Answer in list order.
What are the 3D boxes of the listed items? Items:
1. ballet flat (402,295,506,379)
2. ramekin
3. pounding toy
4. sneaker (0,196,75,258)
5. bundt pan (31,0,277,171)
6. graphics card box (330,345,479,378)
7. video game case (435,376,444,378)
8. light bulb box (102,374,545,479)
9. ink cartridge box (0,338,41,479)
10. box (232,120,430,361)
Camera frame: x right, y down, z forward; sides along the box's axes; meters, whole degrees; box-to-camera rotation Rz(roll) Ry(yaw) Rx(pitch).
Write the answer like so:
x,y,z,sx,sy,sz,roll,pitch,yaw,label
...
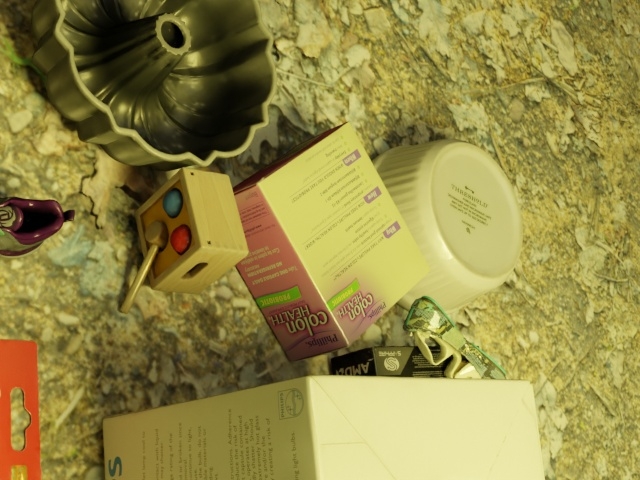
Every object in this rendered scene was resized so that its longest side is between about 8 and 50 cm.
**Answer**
x,y,z,sx,sy,sz,roll,pitch,yaw,label
0.180,0.155,1.630,0.188,0.070,0.070,43,50,-21,ballet flat
0.189,-0.027,1.777,0.272,0.127,0.273,17,65,-39,ramekin
-0.175,0.004,1.426,0.100,0.141,0.130,9,55,-42,pounding toy
-0.374,-0.023,1.250,0.223,0.098,0.083,-6,80,-45,sneaker
-0.217,-0.232,1.461,0.330,0.124,0.331,18,63,-40,bundt pan
0.146,0.331,1.631,0.232,0.094,0.371,3,75,-43,graphics card box
0.200,0.306,1.611,0.173,0.022,0.190,34,55,-32,video game case
0.004,0.282,1.319,0.357,0.361,0.225,8,72,-42,light bulb box
-0.376,0.179,1.211,0.224,0.056,0.181,8,70,-40,ink cartridge box
0.000,0.000,1.592,0.213,0.117,0.243,-39,102,-45,box
